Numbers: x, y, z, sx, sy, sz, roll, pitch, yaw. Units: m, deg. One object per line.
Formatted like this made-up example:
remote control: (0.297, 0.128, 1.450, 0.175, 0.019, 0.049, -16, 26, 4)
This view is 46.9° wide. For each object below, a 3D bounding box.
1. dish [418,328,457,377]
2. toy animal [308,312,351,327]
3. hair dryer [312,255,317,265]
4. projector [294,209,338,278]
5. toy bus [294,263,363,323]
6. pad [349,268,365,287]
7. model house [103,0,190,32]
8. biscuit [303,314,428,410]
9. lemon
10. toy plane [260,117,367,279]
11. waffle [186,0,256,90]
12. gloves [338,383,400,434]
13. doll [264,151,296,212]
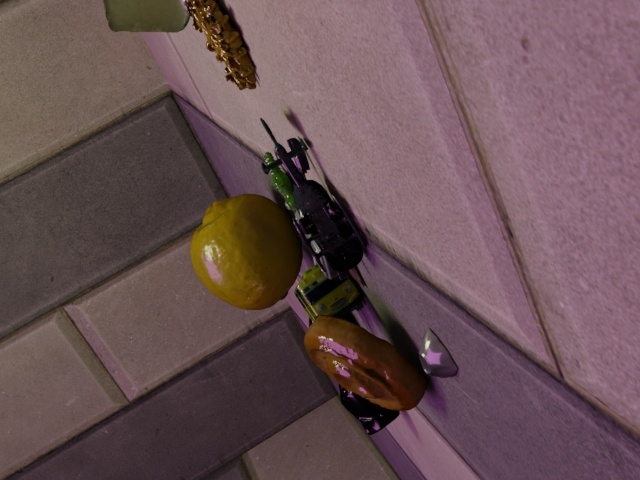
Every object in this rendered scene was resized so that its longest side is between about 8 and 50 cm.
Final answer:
dish: (0.203, 0.219, 1.337, 0.091, 0.039, 0.137, 55, 169, 25)
toy animal: (0.052, 0.227, 2.111, 0.180, 0.116, 0.218, 18, 176, 25)
hair dryer: (0.020, 0.102, 2.032, 0.167, 0.067, 0.199, 42, 149, 34)
projector: (0.000, 0.000, 1.656, 0.147, 0.061, 0.115, 58, 172, 37)
toy bus: (0.013, 0.137, 1.835, 0.150, 0.128, 0.262, 57, 172, 4)
pad: (0.050, 0.036, 1.711, 0.113, 0.006, 0.188, 62, 173, -22)
model house: (-0.375, -0.591, 1.612, 0.189, 0.195, 0.214, -94, 2, -47)
biscuit: (0.090, 0.280, 1.628, 0.296, 0.102, 0.296, 30, 159, 13)
lemon: (-0.211, 0.033, 2.149, 0.348, 0.348, 0.348, 57, 171, 14)
toy plane: (-0.016, -0.072, 1.438, 0.381, 0.106, 0.155, 57, -176, -17)
waffle: (-0.205, -0.414, 1.513, 0.228, 0.051, 0.231, 48, 167, 40)
gloves: (0.126, 0.420, 2.192, 0.197, 0.152, 0.301, -48, 56, 53)
doll: (-0.087, -0.134, 1.780, 0.190, 0.050, 0.115, 58, 175, 24)
